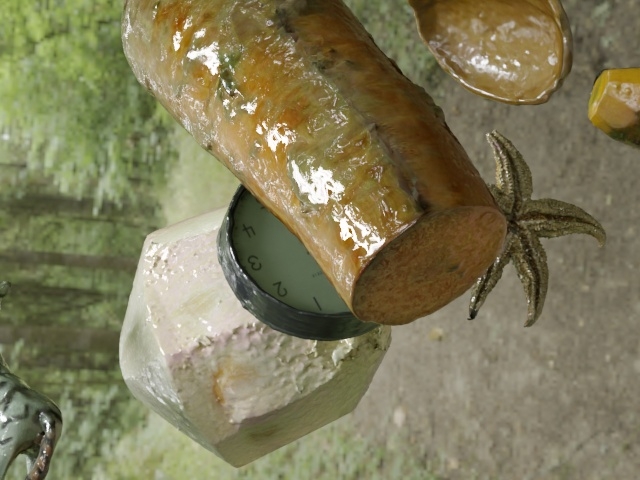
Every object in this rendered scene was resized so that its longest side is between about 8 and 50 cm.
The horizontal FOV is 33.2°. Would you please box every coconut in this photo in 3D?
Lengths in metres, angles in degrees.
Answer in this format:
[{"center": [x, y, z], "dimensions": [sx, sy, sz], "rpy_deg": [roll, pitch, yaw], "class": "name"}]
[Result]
[{"center": [-0.088, 0.101, 1.269], "dimensions": [0.297, 0.309, 0.297], "rpy_deg": [155, 90, -87], "class": "coconut"}]

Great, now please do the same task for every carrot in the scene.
[{"center": [-0.012, -0.080, 0.653], "dimensions": [0.302, 0.139, 0.139], "rpy_deg": [53, 145, 31], "class": "carrot"}, {"center": [0.334, -0.112, 0.990], "dimensions": [0.082, 0.173, 0.082], "rpy_deg": [15, -90, -90], "class": "carrot"}]

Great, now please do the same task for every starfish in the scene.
[{"center": [0.231, -0.013, 1.266], "dimensions": [0.043, 0.240, 0.227], "rpy_deg": [-173, 91, -74], "class": "starfish"}]

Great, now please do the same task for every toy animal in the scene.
[{"center": [-0.348, 0.174, 1.104], "dimensions": [0.170, 0.090, 0.255], "rpy_deg": [-53, 56, 23], "class": "toy animal"}]

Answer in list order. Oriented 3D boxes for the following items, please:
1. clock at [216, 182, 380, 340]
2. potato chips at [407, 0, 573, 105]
[{"center": [0.000, 0.000, 0.969], "dimensions": [0.040, 0.184, 0.184], "rpy_deg": [108, 163, -58], "class": "clock"}, {"center": [0.172, -0.211, 1.057], "dimensions": [0.201, 0.049, 0.150], "rpy_deg": [22, 140, 50], "class": "potato chips"}]
